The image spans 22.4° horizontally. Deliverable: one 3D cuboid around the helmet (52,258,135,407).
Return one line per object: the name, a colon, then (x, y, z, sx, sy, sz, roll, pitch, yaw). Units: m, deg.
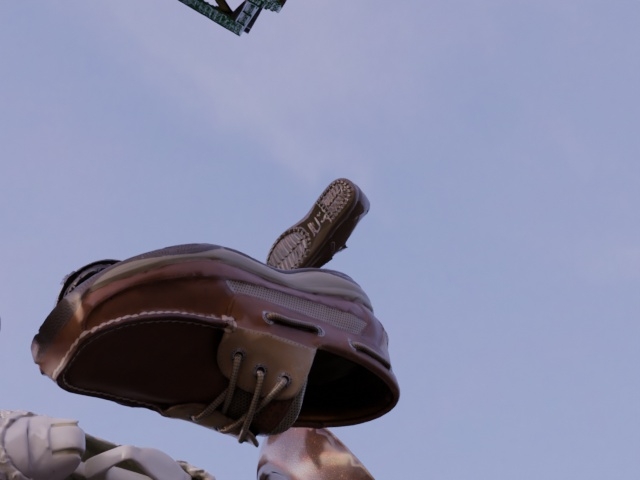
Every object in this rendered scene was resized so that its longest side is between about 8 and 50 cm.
helmet: (-0.225, 0.108, 1.852, 0.169, 0.169, 0.161, -1, -23, 5)

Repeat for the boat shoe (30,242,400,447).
boat shoe: (-0.054, 0.084, 1.181, 0.324, 0.120, 0.122, 2, -47, -47)

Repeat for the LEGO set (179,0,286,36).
LEGO set: (-0.121, -0.355, 1.546, 0.331, 0.192, 0.255, 29, -8, 2)

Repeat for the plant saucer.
plant saucer: (0.023, 0.309, 1.559, 0.050, 0.310, 0.311, -29, -33, -20)

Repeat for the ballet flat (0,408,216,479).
ballet flat: (-0.317, 0.301, 2.189, 0.409, 0.147, 0.147, 21, -41, -30)

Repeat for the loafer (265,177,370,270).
loafer: (0.000, 0.000, 1.660, 0.050, 0.056, 0.148, 19, -55, -41)
